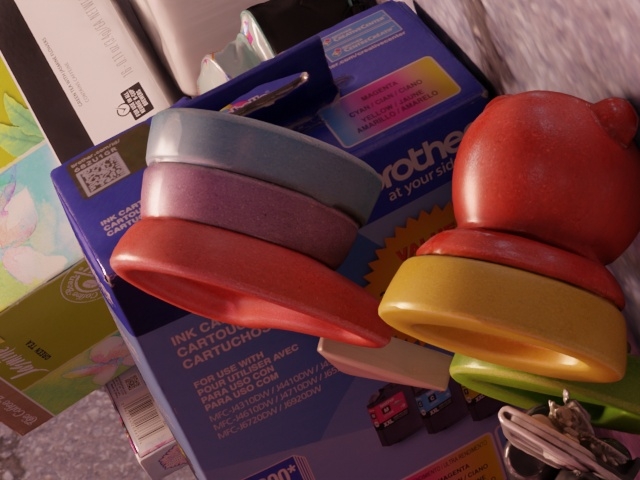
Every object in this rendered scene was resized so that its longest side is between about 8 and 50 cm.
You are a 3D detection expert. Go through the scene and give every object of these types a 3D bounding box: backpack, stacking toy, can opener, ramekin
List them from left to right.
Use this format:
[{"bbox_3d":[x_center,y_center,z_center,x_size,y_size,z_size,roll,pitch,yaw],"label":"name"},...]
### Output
[{"bbox_3d":[-0.114,-0.263,1.614,0.277,0.135,0.277,63,174,11],"label":"ramekin"},{"bbox_3d":[-0.010,-0.099,1.395,0.166,0.144,0.188,58,176,6],"label":"backpack"},{"bbox_3d":[0.065,0.002,0.988,0.309,0.130,0.279,9,168,34],"label":"stacking toy"},{"bbox_3d":[0.126,0.135,0.996,0.074,0.093,0.280,31,178,11],"label":"can opener"}]

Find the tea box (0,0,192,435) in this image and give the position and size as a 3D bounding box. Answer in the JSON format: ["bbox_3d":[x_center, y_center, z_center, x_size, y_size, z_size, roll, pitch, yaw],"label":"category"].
[{"bbox_3d":[-0.265,-0.052,1.731,0.329,0.323,0.220,57,-176,29],"label":"tea box"}]

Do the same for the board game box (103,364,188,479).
[{"bbox_3d":[-0.095,0.032,1.824,0.319,0.318,0.066,61,176,29],"label":"board game box"}]

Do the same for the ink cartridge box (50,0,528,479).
[{"bbox_3d":[-0.001,0.026,1.212,0.151,0.270,0.395,53,168,52],"label":"ink cartridge box"}]
